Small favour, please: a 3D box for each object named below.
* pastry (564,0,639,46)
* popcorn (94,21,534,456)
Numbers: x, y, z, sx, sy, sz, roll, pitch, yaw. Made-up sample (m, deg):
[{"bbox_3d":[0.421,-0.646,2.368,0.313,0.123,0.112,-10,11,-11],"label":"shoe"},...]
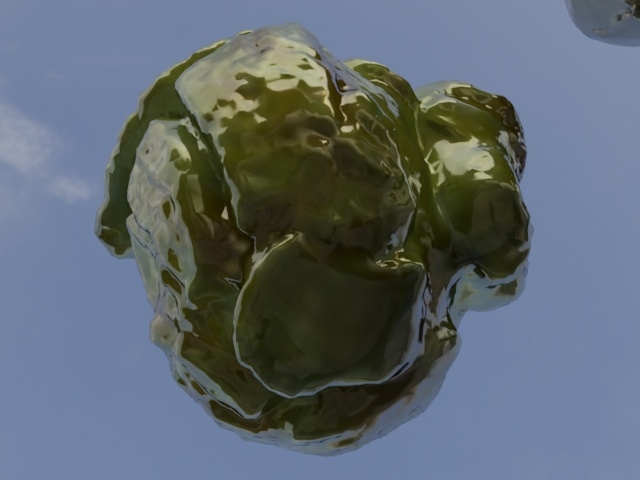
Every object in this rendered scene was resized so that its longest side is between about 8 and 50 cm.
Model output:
[{"bbox_3d":[0.220,-0.263,0.657,0.133,0.265,0.265,-7,-78,16],"label":"pastry"},{"bbox_3d":[0.007,0.001,0.593,0.276,0.225,0.276,-16,-60,-31],"label":"popcorn"}]
